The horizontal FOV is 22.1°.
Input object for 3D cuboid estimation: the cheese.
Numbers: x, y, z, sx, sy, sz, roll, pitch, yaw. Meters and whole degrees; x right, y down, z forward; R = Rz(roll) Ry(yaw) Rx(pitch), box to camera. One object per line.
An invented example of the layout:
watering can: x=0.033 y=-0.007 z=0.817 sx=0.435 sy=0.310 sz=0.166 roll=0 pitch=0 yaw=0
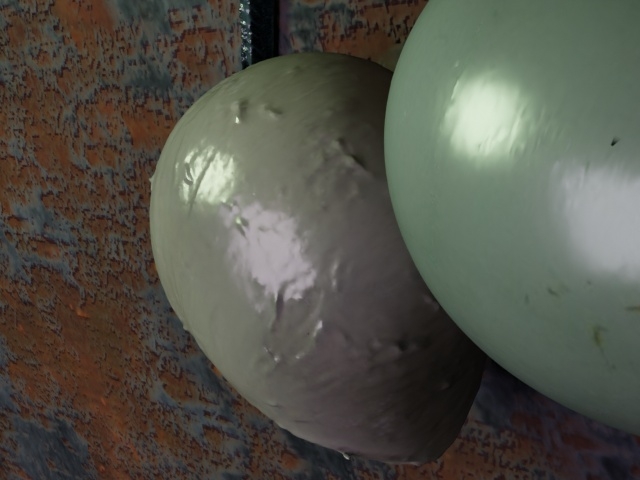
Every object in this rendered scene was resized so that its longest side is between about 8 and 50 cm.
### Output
cheese: x=0.000 y=0.000 z=0.807 sx=0.198 sy=0.154 sz=0.189 roll=48 pitch=143 yaw=31

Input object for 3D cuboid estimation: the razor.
razor: x=-0.038 y=-0.136 z=0.900 sx=0.066 sy=0.033 sz=0.190 roll=42 pitch=139 yaw=38

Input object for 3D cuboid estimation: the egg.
egg: x=0.135 y=-0.023 z=0.518 sx=0.264 sy=0.183 sz=0.183 roll=18 pitch=127 yaw=46
